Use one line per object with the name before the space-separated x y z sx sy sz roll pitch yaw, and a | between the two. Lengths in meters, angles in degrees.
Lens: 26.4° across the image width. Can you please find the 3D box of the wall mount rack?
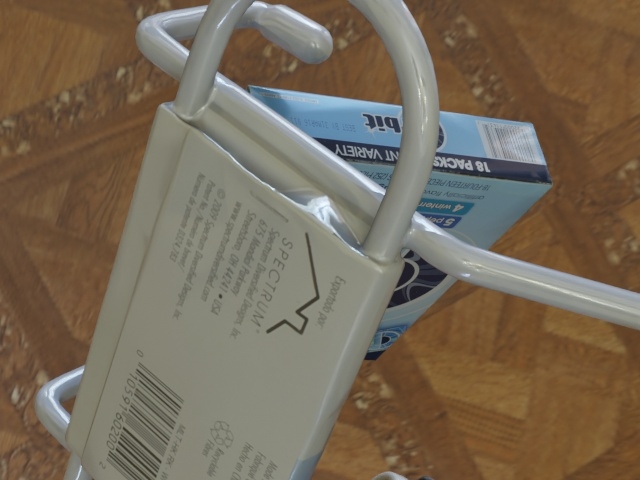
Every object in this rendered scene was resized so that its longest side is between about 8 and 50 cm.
wall mount rack | 0.026 0.063 0.562 0.304 0.350 0.130 37 33 25

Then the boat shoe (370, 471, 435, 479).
boat shoe | 0.055 0.314 0.871 0.095 0.112 0.335 19 62 -15

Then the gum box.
gum box | 0.000 0.000 0.690 0.157 0.184 0.041 4 56 -28
